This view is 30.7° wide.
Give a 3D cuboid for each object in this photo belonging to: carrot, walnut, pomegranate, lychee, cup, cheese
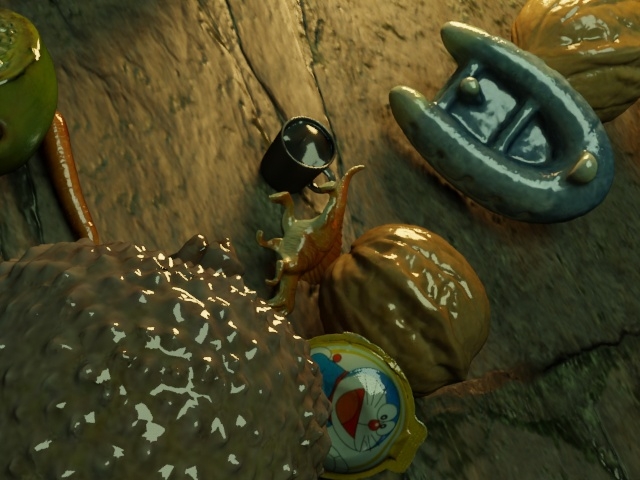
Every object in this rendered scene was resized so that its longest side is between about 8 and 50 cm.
[{"bbox_3d":[-0.294,-0.066,1.357,0.037,0.037,0.190,-10,73,-33],"label":"carrot"},{"bbox_3d":[0.392,-0.282,1.764,0.260,0.225,0.225,-13,71,-35],"label":"walnut"},{"bbox_3d":[-0.405,-0.152,1.274,0.240,0.159,0.190,13,44,10],"label":"pomegranate"},{"bbox_3d":[-0.187,0.185,1.071,0.380,0.380,0.432,29,75,-13],"label":"lychee"},{"bbox_3d":[-0.023,-0.098,1.500,0.100,0.077,0.078,50,51,5],"label":"cup"},{"bbox_3d":[0.102,0.088,1.400,0.213,0.213,0.213,14,58,-23],"label":"walnut"},{"bbox_3d":[-0.009,0.172,1.323,0.270,0.177,0.069,30,16,7],"label":"cheese"}]

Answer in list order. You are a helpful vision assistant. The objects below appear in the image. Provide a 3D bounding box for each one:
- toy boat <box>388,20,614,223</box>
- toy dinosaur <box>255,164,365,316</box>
[{"bbox_3d":[0.264,-0.155,1.612,0.330,0.123,0.215,41,82,-2],"label":"toy boat"},{"bbox_3d":[-0.001,0.001,1.437,0.212,0.057,0.142,-23,109,-30],"label":"toy dinosaur"}]
